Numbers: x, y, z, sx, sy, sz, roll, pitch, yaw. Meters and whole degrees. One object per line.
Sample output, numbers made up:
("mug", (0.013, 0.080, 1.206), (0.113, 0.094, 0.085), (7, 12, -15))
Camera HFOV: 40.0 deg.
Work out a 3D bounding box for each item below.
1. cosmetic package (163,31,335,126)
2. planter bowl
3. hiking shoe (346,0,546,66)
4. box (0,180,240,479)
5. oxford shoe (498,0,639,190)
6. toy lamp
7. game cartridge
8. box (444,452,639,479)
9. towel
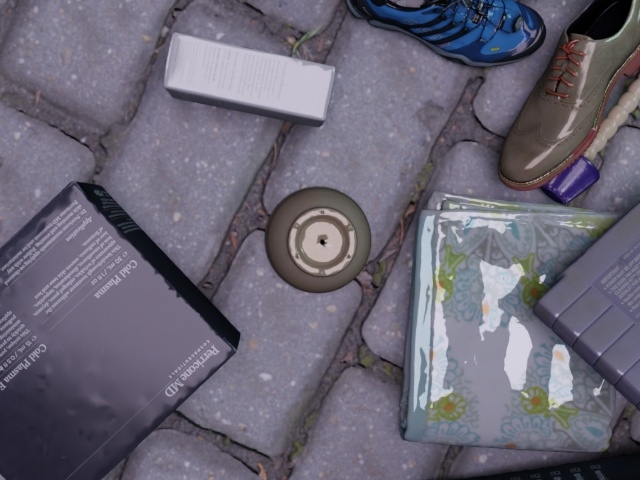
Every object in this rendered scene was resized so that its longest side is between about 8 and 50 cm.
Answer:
("cosmetic package", (-0.101, -0.227, 1.260), (0.231, 0.117, 0.085), (10, 92, -5))
("planter bowl", (0.000, 0.000, 1.277), (0.162, 0.109, 0.162), (0, 91, -4))
("hiking shoe", (0.185, -0.327, 1.267), (0.304, 0.132, 0.113), (13, 91, -4))
("box", (-0.340, 0.146, 1.224), (0.343, 0.179, 0.312), (-43, 93, -1))
("oxford shoe", (0.354, -0.233, 1.265), (0.123, 0.130, 0.348), (28, 80, 39))
("toy lamp", (0.433, -0.171, 1.317), (0.080, 0.080, 0.274), (41, 87, -4))
("game cartridge", (0.493, 0.054, 1.214), (0.355, 0.068, 0.230), (-39, 63, -14))
("box", (0.341, 0.486, 1.090), (0.472, 0.480, 0.297), (-12, 92, 7))
("towel", (0.288, 0.124, 1.309), (0.321, 0.090, 0.374), (5, 91, -3))
